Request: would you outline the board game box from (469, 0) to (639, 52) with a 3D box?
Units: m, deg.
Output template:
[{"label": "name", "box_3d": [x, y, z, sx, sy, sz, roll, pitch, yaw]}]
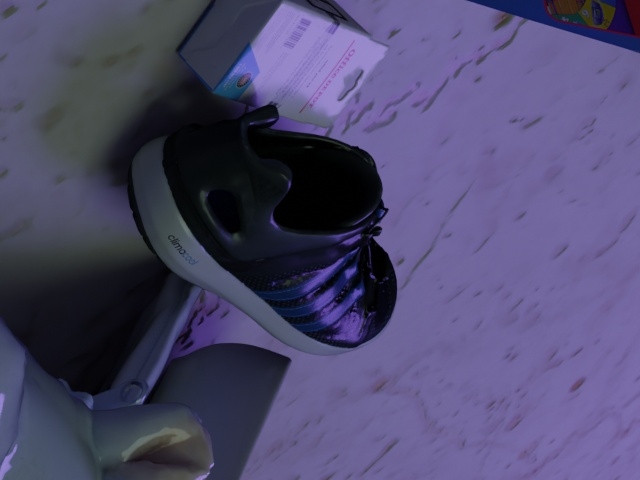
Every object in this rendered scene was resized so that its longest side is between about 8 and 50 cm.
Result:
[{"label": "board game box", "box_3d": [0.069, -0.193, 0.463, 0.078, 0.233, 0.347, -60, 159, -26]}]

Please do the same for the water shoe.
[{"label": "water shoe", "box_3d": [0.000, 0.000, 0.777, 0.080, 0.073, 0.203, -21, 157, 24]}]

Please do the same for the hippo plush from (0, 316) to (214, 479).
[{"label": "hippo plush", "box_3d": [-0.181, 0.052, 0.483, 0.234, 0.236, 0.294, -38, 150, -9]}]

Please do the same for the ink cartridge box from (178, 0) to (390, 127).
[{"label": "ink cartridge box", "box_3d": [-0.013, -0.078, 0.727, 0.048, 0.028, 0.083, -51, 149, 16]}]

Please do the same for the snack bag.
[{"label": "snack bag", "box_3d": [-0.155, 0.182, 0.725, 0.323, 0.037, 0.342, -60, -177, 26]}]

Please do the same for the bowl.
[{"label": "bowl", "box_3d": [-0.076, 0.120, 0.832, 0.142, 0.053, 0.142, -60, -177, 45]}]
